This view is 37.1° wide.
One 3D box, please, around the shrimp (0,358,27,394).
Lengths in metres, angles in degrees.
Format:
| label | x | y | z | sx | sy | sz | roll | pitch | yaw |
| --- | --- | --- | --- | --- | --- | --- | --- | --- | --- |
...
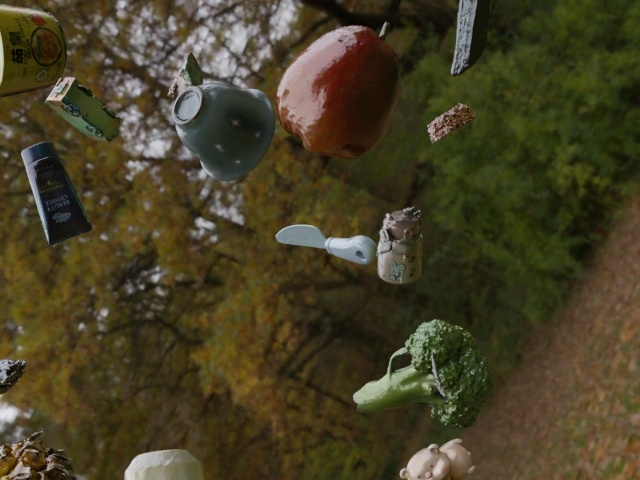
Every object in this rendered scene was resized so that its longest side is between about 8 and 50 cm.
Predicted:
| label | x | y | z | sx | sy | sz | roll | pitch | yaw |
| --- | --- | --- | --- | --- | --- | --- | --- | --- | --- |
| shrimp | -0.821 | 0.345 | 2.499 | 0.233 | 0.090 | 0.079 | -35 | 58 | 49 |

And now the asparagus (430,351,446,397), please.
| label | x | y | z | sx | sy | sz | roll | pitch | yaw |
| --- | --- | --- | --- | --- | --- | --- | --- | --- | --- |
| asparagus | 0.233 | 0.269 | 1.909 | 0.016 | 0.016 | 0.163 | -34 | 19 | 12 |

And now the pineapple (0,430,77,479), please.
| label | x | y | z | sx | sy | sz | roll | pitch | yaw |
| --- | --- | --- | --- | --- | --- | --- | --- | --- | --- |
| pineapple | -0.618 | 0.572 | 1.922 | 0.352 | 0.300 | 0.352 | -27 | -19 | -10 |

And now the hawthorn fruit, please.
| label | x | y | z | sx | sy | sz | roll | pitch | yaw |
| --- | --- | --- | --- | --- | --- | --- | --- | --- | --- |
| hawthorn fruit | 0.045 | -0.280 | 1.706 | 0.261 | 0.224 | 0.224 | -54 | -5 | 16 |

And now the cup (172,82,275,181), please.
| label | x | y | z | sx | sy | sz | roll | pitch | yaw |
| --- | --- | --- | --- | --- | --- | --- | --- | --- | --- |
| cup | -0.208 | -0.232 | 1.849 | 0.150 | 0.199 | 0.199 | 28 | -94 | -49 |

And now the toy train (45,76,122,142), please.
| label | x | y | z | sx | sy | sz | roll | pitch | yaw |
| --- | --- | --- | --- | --- | --- | --- | --- | --- | --- |
| toy train | -0.541 | -0.295 | 2.184 | 0.188 | 0.099 | 0.072 | 45 | -119 | -44 |

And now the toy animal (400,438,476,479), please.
| label | x | y | z | sx | sy | sz | roll | pitch | yaw |
| --- | --- | --- | --- | --- | --- | --- | --- | --- | --- |
| toy animal | 0.185 | 0.357 | 1.485 | 0.114 | 0.091 | 0.082 | -33 | -53 | -4 |

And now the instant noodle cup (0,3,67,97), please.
| label | x | y | z | sx | sy | sz | roll | pitch | yaw |
| --- | --- | --- | --- | --- | --- | --- | --- | --- | --- |
| instant noodle cup | -0.547 | -0.334 | 1.675 | 0.144 | 0.182 | 0.182 | -17 | -45 | -50 |

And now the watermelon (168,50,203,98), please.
| label | x | y | z | sx | sy | sz | roll | pitch | yaw |
| --- | --- | --- | --- | --- | --- | --- | --- | --- | --- |
| watermelon | -0.323 | -0.407 | 2.307 | 0.101 | 0.080 | 0.155 | 81 | -159 | -48 |

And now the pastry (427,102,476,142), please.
| label | x | y | z | sx | sy | sz | roll | pitch | yaw |
| --- | --- | --- | --- | --- | --- | --- | --- | --- | --- |
| pastry | 0.331 | -0.305 | 2.450 | 0.169 | 0.063 | 0.087 | -30 | -1 | -45 |

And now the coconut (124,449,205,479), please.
| label | x | y | z | sx | sy | sz | roll | pitch | yaw |
| --- | --- | --- | --- | --- | --- | --- | --- | --- | --- |
| coconut | -0.369 | 0.618 | 2.298 | 0.202 | 0.202 | 0.222 | 87 | 174 | -73 |

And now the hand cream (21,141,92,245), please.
| label | x | y | z | sx | sy | sz | roll | pitch | yaw |
| --- | --- | --- | --- | --- | --- | --- | --- | --- | --- |
| hand cream | -0.709 | -0.128 | 2.537 | 0.120 | 0.271 | 0.061 | -21 | -8 | -13 |

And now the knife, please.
| label | x | y | z | sx | sy | sz | roll | pitch | yaw |
| --- | --- | --- | --- | --- | --- | --- | --- | --- | --- |
| knife | 0.000 | -0.001 | 2.308 | 0.044 | 0.331 | 0.080 | -47 | -50 | -31 |

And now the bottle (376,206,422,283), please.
| label | x | y | z | sx | sy | sz | roll | pitch | yaw |
| --- | --- | --- | --- | --- | --- | --- | --- | --- | --- |
| bottle | 0.159 | 0.004 | 1.913 | 0.099 | 0.098 | 0.152 | -54 | -31 | -55 |

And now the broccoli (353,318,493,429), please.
| label | x | y | z | sx | sy | sz | roll | pitch | yaw |
| --- | --- | --- | --- | --- | --- | --- | --- | --- | --- |
| broccoli | 0.262 | 0.308 | 2.134 | 0.302 | 0.254 | 0.186 | -46 | 17 | 52 |

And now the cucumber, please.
| label | x | y | z | sx | sy | sz | roll | pitch | yaw |
| --- | --- | --- | --- | --- | --- | --- | --- | --- | --- |
| cucumber | 0.314 | -0.438 | 1.926 | 0.046 | 0.070 | 0.220 | 35 | 123 | 59 |
